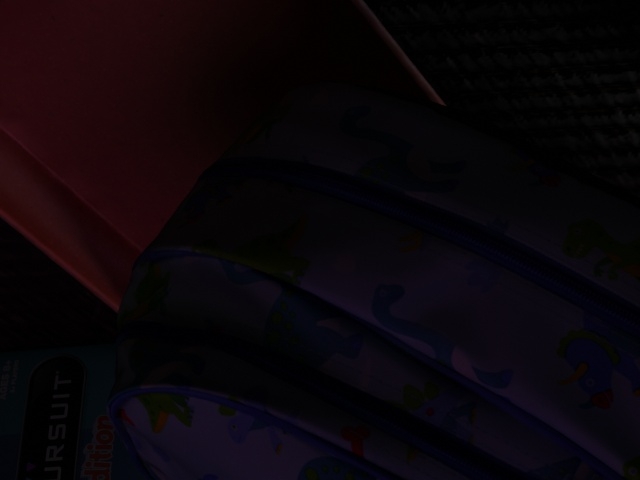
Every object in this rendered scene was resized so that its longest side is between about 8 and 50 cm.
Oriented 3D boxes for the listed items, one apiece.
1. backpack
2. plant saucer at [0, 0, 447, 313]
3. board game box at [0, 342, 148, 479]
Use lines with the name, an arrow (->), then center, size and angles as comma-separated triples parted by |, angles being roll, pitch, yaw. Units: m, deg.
backpack -> 0.079, 0.077, 0.627 | 0.273, 0.355, 0.290 | -42, 164, -11
plant saucer -> -0.071, -0.070, 0.731 | 0.258, 0.048, 0.259 | -21, 135, 26
board game box -> -0.068, 0.189, 0.939 | 0.336, 0.254, 0.079 | -5, 144, 5
